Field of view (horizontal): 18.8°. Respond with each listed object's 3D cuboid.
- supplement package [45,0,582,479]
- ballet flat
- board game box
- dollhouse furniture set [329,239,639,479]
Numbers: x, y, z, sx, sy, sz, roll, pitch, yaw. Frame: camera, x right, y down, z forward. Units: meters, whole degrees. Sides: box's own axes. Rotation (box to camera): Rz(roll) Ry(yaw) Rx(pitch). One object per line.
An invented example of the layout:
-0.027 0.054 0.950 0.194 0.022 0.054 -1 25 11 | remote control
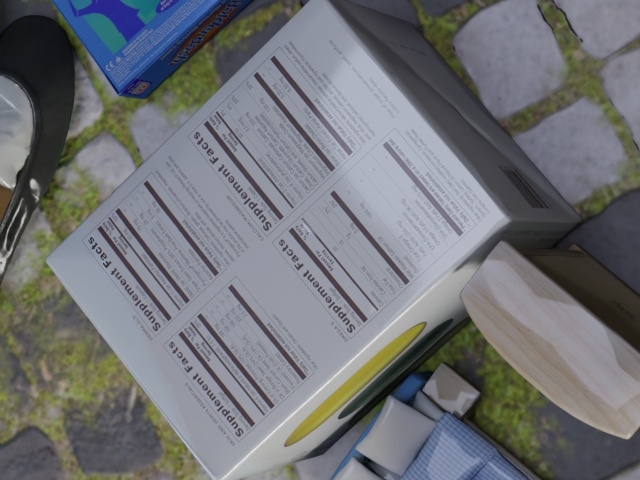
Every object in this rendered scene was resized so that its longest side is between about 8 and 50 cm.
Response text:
0.000 0.000 1.318 0.262 0.199 0.198 -43 76 16 | supplement package
-0.261 -0.039 1.477 0.095 0.096 0.280 20 97 17 | ballet flat
-0.145 -0.238 1.459 0.160 0.047 0.210 -40 77 17 | board game box
0.141 0.190 1.263 0.286 0.198 0.303 41 104 17 | dollhouse furniture set
